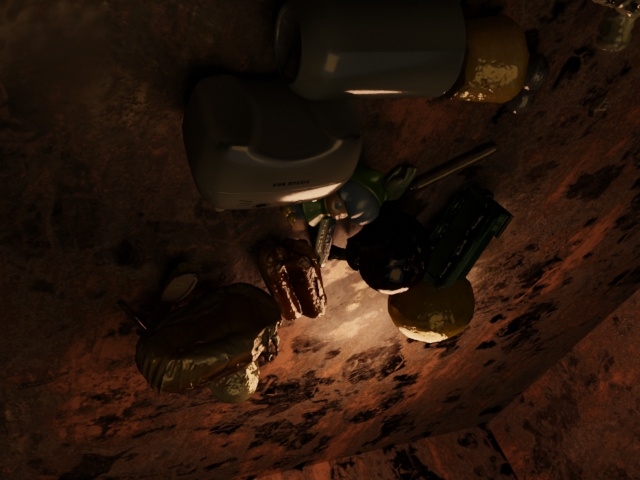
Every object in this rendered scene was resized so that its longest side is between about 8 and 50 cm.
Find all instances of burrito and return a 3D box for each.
[{"bbox_3d":[0.201,-0.152,1.707,0.074,0.044,0.118,8,137,-34],"label":"burrito"}]

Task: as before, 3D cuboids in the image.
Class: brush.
[{"bbox_3d":[-0.391,0.139,1.712,0.072,0.067,0.313,13,143,-26],"label":"brush"}]

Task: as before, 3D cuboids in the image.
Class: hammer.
[{"bbox_3d":[-0.497,0.212,1.757,0.062,0.017,0.182,-7,142,14],"label":"hammer"}]

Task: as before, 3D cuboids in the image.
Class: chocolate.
[{"bbox_3d":[0.495,-0.373,1.576,0.072,0.072,0.167,-10,146,-22],"label":"chocolate"}]

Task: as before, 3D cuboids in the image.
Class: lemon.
[{"bbox_3d":[0.352,0.199,2.094,0.284,0.260,0.260,-9,146,-49],"label":"lemon"}]

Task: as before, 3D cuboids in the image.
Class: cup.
[{"bbox_3d":[0.085,-0.362,1.203,0.312,0.205,0.205,-8,142,-23],"label":"cup"}]

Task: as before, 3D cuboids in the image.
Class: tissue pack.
[{"bbox_3d":[-0.099,-0.187,1.295,0.333,0.229,0.236,-7,148,-23],"label":"tissue pack"}]

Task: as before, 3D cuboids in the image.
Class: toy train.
[{"bbox_3d":[0.424,-0.003,1.926,0.178,0.138,0.330,6,122,-44],"label":"toy train"},{"bbox_3d":[0.000,0.000,1.773,0.051,0.052,0.234,-9,144,-18],"label":"toy train"}]

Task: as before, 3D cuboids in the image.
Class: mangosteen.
[{"bbox_3d":[0.159,0.028,1.809,0.289,0.231,0.231,7,158,28],"label":"mangosteen"}]

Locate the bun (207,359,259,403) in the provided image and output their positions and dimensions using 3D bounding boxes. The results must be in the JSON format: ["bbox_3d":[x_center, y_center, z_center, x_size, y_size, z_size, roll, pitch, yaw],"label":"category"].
[{"bbox_3d":[-0.271,0.363,1.963,0.153,0.244,0.244,-39,145,2],"label":"bun"}]

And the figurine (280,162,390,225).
[{"bbox_3d":[0.034,-0.103,1.592,0.263,0.143,0.162,-13,142,12],"label":"figurine"}]

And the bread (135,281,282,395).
[{"bbox_3d":[-0.294,0.254,1.737,0.388,0.236,0.183,-15,144,-27],"label":"bread"}]

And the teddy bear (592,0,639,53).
[{"bbox_3d":[0.687,-0.484,1.346,0.362,0.375,0.327,-22,178,-35],"label":"teddy bear"}]

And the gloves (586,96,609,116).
[{"bbox_3d":[0.751,-0.363,1.782,0.081,0.037,0.044,-30,173,-12],"label":"gloves"}]

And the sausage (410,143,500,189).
[{"bbox_3d":[0.361,-0.198,1.757,0.269,0.033,0.033,-26,146,0],"label":"sausage"}]

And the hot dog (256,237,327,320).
[{"bbox_3d":[-0.069,0.105,1.810,0.158,0.117,0.349,-9,145,6],"label":"hot dog"}]

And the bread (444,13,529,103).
[{"bbox_3d":[0.349,-0.380,1.387,0.170,0.197,0.197,-4,142,-8],"label":"bread"}]
